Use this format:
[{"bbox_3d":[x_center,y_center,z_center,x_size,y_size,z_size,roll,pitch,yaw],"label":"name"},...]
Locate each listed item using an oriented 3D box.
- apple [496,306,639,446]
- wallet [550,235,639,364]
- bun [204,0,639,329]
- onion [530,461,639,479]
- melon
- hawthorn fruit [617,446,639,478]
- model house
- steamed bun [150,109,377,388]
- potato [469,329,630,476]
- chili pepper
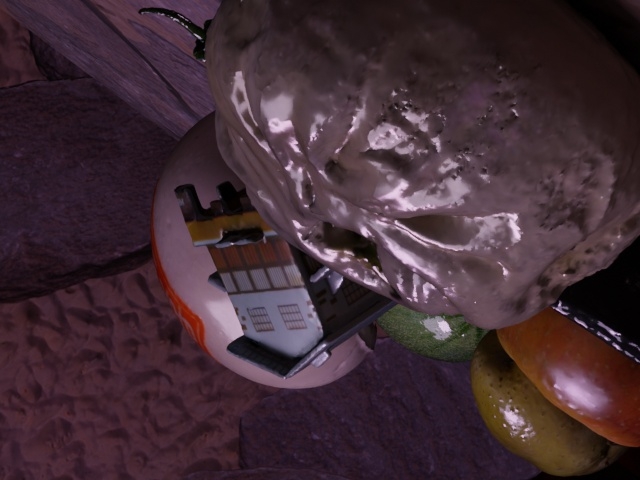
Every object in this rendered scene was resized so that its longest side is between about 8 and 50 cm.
[{"bbox_3d":[0.263,0.074,1.363,0.210,0.173,0.235,34,-175,-29],"label":"apple"},{"bbox_3d":[0.319,0.073,1.174,0.285,0.146,0.030,35,147,-3],"label":"wallet"},{"bbox_3d":[0.066,-0.071,1.054,0.359,0.211,0.360,35,174,5],"label":"bun"},{"bbox_3d":[0.405,0.375,1.674,0.398,0.420,0.398,55,172,11],"label":"onion"},{"bbox_3d":[0.144,0.051,1.822,0.182,0.182,0.287,37,173,-22],"label":"melon"},{"bbox_3d":[0.425,0.320,1.970,0.295,0.295,0.311,32,169,30],"label":"hawthorn fruit"},{"bbox_3d":[0.000,0.000,1.608,0.198,0.224,0.215,-5,110,46],"label":"model house"},{"bbox_3d":[-0.083,0.014,1.911,0.374,0.241,0.374,-21,-90,-87],"label":"steamed bun"},{"bbox_3d":[0.243,0.160,1.574,0.169,0.143,0.248,41,-174,36],"label":"potato"},{"bbox_3d":[-0.070,-0.187,1.678,0.122,0.065,0.279,27,174,38],"label":"chili pepper"}]
